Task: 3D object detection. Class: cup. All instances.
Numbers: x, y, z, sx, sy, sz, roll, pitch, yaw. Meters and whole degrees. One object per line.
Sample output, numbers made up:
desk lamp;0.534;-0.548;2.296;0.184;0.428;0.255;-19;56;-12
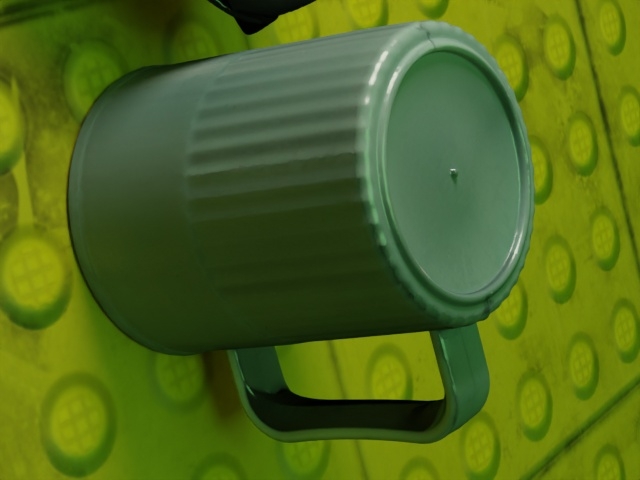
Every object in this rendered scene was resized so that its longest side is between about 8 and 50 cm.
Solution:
cup;-0.013;-0.007;1.234;0.257;0.311;0.331;19;70;-48

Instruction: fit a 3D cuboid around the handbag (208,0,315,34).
handbag;-0.120;-0.361;1.276;0.288;0.152;0.342;30;48;-39
